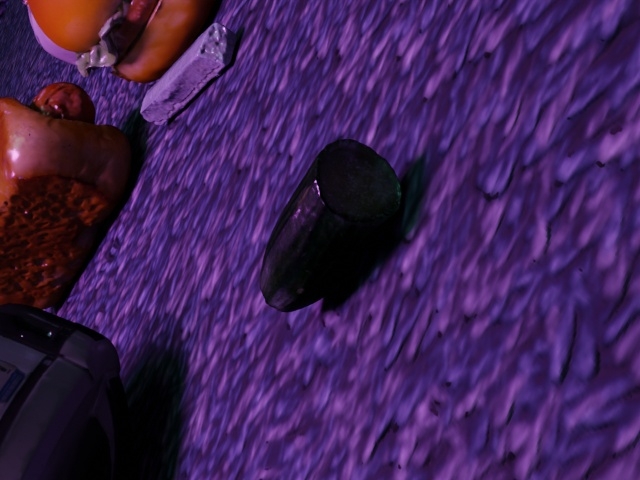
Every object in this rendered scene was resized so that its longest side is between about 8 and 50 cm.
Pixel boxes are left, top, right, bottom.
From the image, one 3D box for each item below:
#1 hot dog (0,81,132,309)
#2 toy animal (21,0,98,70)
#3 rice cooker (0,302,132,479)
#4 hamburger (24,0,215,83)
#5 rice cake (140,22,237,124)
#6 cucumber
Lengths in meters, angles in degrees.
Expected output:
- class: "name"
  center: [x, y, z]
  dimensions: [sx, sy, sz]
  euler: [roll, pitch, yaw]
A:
- class: "hot dog"
  center: [-0.278, -0.053, 1.327]
  dimensions: [0.257, 0.150, 0.153]
  euler: [-52, 36, 43]
- class: "toy animal"
  center: [-0.254, -0.281, 1.478]
  dimensions: [0.166, 0.138, 0.179]
  euler: [108, 173, -50]
- class: "rice cooker"
  center: [-0.250, 0.145, 0.936]
  dimensions: [0.226, 0.244, 0.226]
  euler: [21, -90, -82]
- class: "hamburger"
  center: [-0.182, -0.266, 1.232]
  dimensions: [0.246, 0.170, 0.246]
  euler: [-51, 26, 37]
- class: "rice cake"
  center: [-0.111, -0.134, 1.129]
  dimensions: [0.170, 0.029, 0.033]
  euler: [-28, 40, 60]
- class: "cucumber"
  center: [0.000, 0.000, 0.692]
  dimensions: [0.105, 0.048, 0.048]
  euler: [123, 156, -45]
